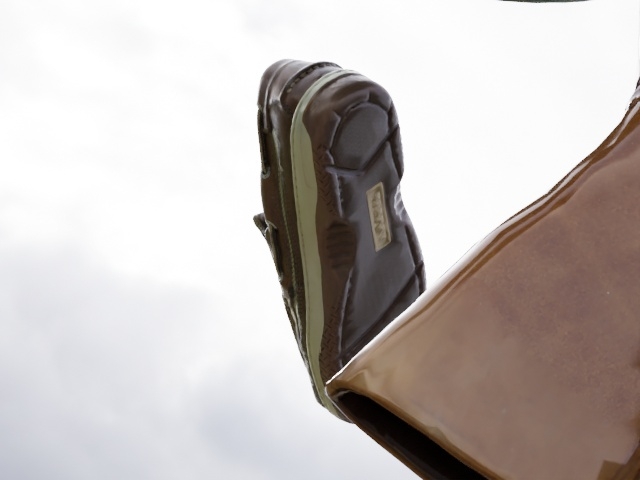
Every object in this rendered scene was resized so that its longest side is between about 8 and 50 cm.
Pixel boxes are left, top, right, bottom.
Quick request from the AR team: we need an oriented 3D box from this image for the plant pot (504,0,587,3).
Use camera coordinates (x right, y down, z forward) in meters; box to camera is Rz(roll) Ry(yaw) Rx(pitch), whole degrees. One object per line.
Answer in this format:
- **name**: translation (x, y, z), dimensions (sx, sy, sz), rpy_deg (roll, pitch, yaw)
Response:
- **plant pot**: translation (0.121, -0.359, 0.931), dimensions (0.341, 0.341, 0.334), rpy_deg (24, -38, 6)

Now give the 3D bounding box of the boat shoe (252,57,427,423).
- **boat shoe**: translation (0.006, -0.003, 1.147), dimensions (0.095, 0.095, 0.257), rpy_deg (30, -46, 40)

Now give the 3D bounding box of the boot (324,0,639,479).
- **boot**: translation (0.088, -0.040, 0.533), dimensions (0.264, 0.280, 0.096), rpy_deg (46, -29, -5)
